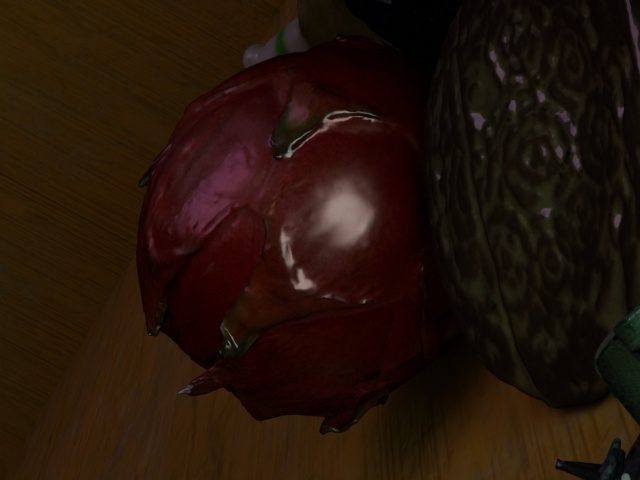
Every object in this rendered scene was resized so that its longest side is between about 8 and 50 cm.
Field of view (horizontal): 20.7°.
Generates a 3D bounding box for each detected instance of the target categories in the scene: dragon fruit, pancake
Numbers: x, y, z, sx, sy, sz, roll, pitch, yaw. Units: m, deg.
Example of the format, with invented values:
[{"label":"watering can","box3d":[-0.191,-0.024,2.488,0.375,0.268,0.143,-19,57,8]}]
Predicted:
[{"label":"dragon fruit","box3d":[0.003,-0.008,1.099,0.252,0.241,0.241,-27,18,9]},{"label":"pancake","box3d":[0.111,-0.043,0.867,0.250,0.031,0.250,180,90,-68]}]

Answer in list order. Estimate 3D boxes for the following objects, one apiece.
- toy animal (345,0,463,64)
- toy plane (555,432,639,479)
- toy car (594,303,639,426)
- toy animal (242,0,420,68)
[{"label":"toy animal","box3d":[0.111,-0.168,1.044,0.185,0.298,0.122,-41,-51,-43]},{"label":"toy plane","box3d":[0.101,0.131,0.661,0.234,0.082,0.160,-77,-7,-57]},{"label":"toy car","box3d":[0.178,0.016,0.562,0.076,0.090,0.224,-34,-9,-36]},{"label":"toy animal","box3d":[0.063,-0.216,1.520,0.181,0.180,0.363,-58,2,-21]}]
